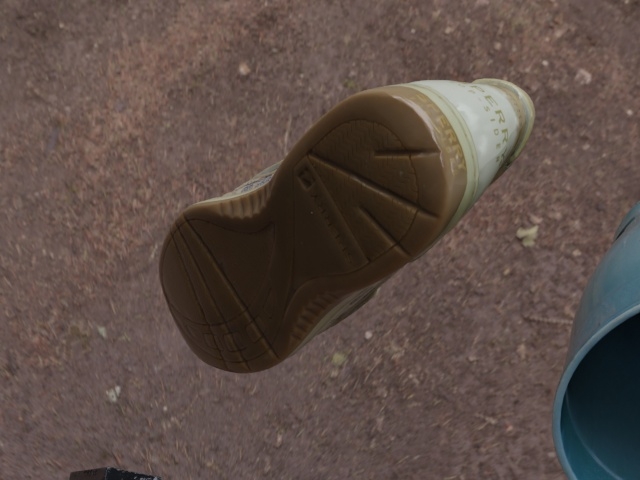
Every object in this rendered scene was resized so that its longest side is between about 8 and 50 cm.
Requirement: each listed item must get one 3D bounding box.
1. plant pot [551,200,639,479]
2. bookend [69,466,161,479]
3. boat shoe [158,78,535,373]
[{"bbox_3d":[0.337,0.080,0.766,0.271,0.272,0.255,23,33,2],"label":"plant pot"},{"bbox_3d":[-0.272,0.368,1.134,0.072,0.156,0.157,19,65,-26],"label":"bookend"},{"bbox_3d":[0.000,0.000,0.508,0.089,0.285,0.105,-24,88,-39],"label":"boat shoe"}]
